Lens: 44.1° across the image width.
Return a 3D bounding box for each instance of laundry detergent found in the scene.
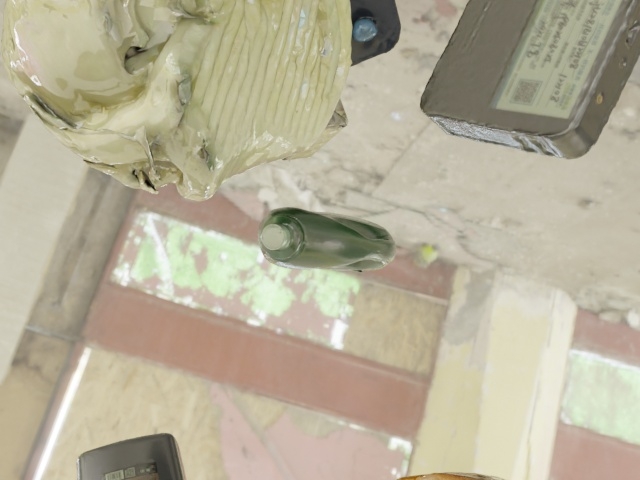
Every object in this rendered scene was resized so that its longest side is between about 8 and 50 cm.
[{"bbox_3d":[0.000,0.000,0.786,0.137,0.062,0.211,11,-179,16],"label":"laundry detergent"}]

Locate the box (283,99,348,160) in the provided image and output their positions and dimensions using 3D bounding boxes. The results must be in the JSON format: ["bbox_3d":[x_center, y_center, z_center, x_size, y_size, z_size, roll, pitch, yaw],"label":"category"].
[{"bbox_3d":[-0.015,-0.130,0.852,0.045,0.062,0.098,-11,171,-29],"label":"box"}]

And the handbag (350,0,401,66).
[{"bbox_3d":[-0.074,-0.318,1.025,0.326,0.118,0.269,-24,131,0],"label":"handbag"}]

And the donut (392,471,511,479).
[{"bbox_3d":[0.081,0.199,0.387,0.190,0.174,0.075,-3,175,29],"label":"donut"}]

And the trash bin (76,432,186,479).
[{"bbox_3d":[-0.297,0.484,1.302,0.210,0.290,0.182,-12,144,-10],"label":"trash bin"}]

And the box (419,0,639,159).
[{"bbox_3d":[0.261,-0.262,0.843,0.211,0.350,0.058,24,175,47],"label":"box"}]

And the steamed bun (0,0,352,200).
[{"bbox_3d":[-0.115,-0.183,0.612,0.207,0.280,0.267,13,123,27],"label":"steamed bun"}]
